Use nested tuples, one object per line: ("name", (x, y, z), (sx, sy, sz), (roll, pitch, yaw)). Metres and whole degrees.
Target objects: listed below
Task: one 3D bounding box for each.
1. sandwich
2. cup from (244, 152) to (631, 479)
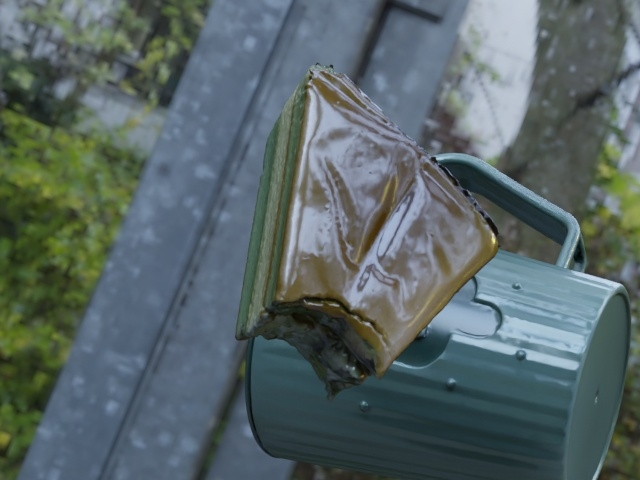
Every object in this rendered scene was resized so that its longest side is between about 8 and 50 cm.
("sandwich", (0.000, 0.000, 1.262), (0.227, 0.198, 0.155), (46, -26, 0))
("cup", (0.143, 0.095, 1.692), (0.392, 0.400, 0.310), (11, 2, 23))
